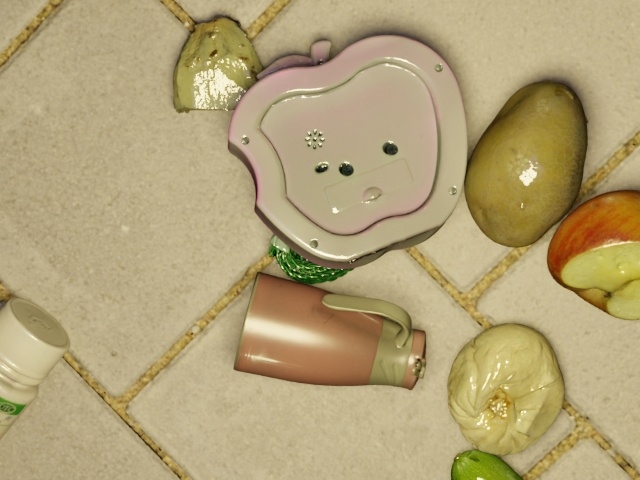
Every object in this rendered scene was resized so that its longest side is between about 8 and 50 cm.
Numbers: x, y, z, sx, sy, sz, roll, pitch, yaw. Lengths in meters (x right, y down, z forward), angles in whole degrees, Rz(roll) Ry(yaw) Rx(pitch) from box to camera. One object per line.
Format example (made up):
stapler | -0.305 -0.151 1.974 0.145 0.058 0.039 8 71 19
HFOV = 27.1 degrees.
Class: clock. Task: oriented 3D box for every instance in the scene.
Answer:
clock | 0.044 -0.132 1.844 0.339 0.102 0.338 0 84 -2

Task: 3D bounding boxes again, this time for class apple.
apple | 0.409 0.018 1.814 0.195 0.160 0.173 32 114 -19

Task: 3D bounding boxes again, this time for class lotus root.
lotus root | -0.151 -0.249 1.920 0.143 0.070 0.144 -8 94 9

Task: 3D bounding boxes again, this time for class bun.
bun | 0.262 0.212 1.884 0.164 0.111 0.188 36 97 1

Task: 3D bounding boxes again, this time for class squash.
squash | 0.324 0.448 1.906 0.101 0.101 0.378 -42 85 11

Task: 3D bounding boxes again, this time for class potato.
potato | 0.284 -0.106 1.811 0.160 0.178 0.235 26 82 -36

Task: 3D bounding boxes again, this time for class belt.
belt | 0.000 0.000 1.924 0.151 0.079 0.121 -32 83 -3

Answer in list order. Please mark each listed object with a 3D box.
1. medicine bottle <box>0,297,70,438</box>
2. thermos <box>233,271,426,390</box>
medicine bottle | -0.491 0.209 1.987 0.139 0.139 0.237 42 102 3
thermos | 0.021 0.136 1.894 0.265 0.146 0.176 12 141 0
